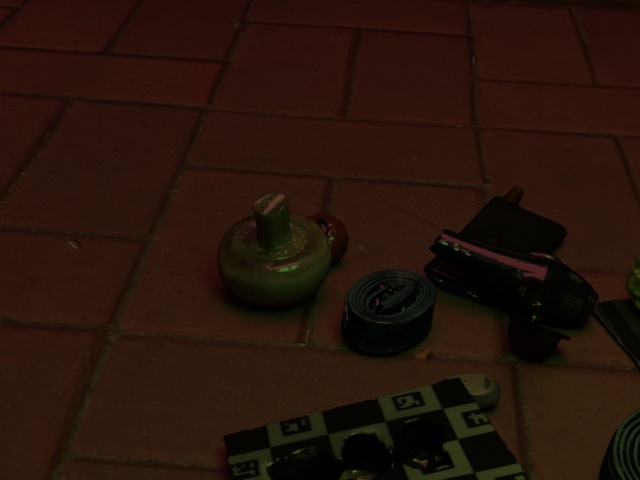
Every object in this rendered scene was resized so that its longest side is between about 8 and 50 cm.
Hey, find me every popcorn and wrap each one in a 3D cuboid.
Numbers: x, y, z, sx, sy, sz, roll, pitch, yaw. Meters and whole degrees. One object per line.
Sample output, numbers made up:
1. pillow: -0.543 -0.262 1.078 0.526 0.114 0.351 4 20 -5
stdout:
1. popcorn: 0.607 0.078 2.036 0.141 0.162 0.135 -5 61 32

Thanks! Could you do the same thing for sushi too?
1. sushi: 0.068 0.340 1.606 0.373 0.100 0.296 -13 22 -7

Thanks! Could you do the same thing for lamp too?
1. lamp: 0.000 0.000 2.191 0.107 0.092 0.107 -1 64 3

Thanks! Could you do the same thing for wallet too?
1. wallet: 0.339 0.023 2.220 0.170 0.044 0.321 27 40 20

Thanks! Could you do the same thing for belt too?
1. belt: 0.493 0.336 1.605 0.206 0.116 0.267 19 30 19
2. belt: 0.115 0.124 1.989 0.141 0.082 0.190 24 35 28

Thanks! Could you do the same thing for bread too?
1. bread: 0.393 -0.080 2.415 0.036 0.047 0.083 42 41 6

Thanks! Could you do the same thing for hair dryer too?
1. hair dryer: 0.324 0.074 1.933 0.304 0.120 0.359 27 11 4

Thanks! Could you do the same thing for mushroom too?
1. mushroom: -0.083 0.005 2.050 0.207 0.215 0.207 -2 43 2

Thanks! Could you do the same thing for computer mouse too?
1. computer mouse: 0.236 0.242 1.833 0.096 0.039 0.066 -2 28 8

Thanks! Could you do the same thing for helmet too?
1. helmet: 0.357 0.170 1.947 0.111 0.057 0.089 21 -9 21

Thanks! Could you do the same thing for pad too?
1. pad: 0.593 0.166 2.012 0.174 0.022 0.233 -4 31 -12
